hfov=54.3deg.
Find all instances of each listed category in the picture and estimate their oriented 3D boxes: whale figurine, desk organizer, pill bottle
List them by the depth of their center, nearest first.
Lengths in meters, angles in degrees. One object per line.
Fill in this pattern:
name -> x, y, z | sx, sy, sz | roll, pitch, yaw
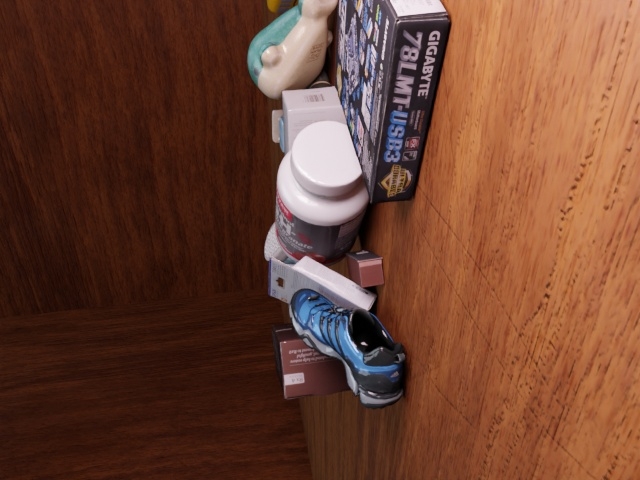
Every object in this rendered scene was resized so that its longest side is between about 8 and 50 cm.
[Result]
pill bottle -> 0.003, -0.083, 1.186 | 0.318, 0.176, 0.176 | 102, 161, -65
desk organizer -> 0.083, 0.052, 1.192 | 0.130, 0.047, 0.050 | -146, 48, -80
whale figurine -> -0.063, -0.433, 1.327 | 0.141, 0.216, 0.272 | 47, 140, 12

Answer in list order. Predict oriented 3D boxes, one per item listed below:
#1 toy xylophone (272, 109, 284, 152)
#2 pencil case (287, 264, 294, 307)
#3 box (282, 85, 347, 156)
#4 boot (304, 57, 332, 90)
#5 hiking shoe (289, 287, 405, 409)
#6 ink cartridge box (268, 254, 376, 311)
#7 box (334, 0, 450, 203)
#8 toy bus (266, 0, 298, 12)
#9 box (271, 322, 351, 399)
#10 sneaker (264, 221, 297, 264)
toy xylophone -> -0.045, -0.197, 1.678 | 0.323, 0.081, 0.236 | -119, 20, -44
pencil case -> -0.064, 0.097, 2.049 | 0.124, 0.113, 0.273 | 134, 133, -54
box -> -0.013, -0.235, 1.359 | 0.091, 0.130, 0.170 | -106, 13, -48
boot -> -0.015, -0.376, 1.530 | 0.198, 0.077, 0.137 | 138, 131, -64
hiking shoe -> 0.053, 0.159, 1.134 | 0.304, 0.113, 0.132 | 39, 131, 39
ink cartridge box -> -0.003, 0.113, 1.312 | 0.045, 0.224, 0.223 | -58, -8, -24
box -> 0.081, -0.256, 0.880 | 0.295, 0.073, 0.293 | 92, 169, -48
toy bus -> -0.048, -0.573, 1.360 | 0.332, 0.130, 0.108 | -148, 53, -80
box -> -0.018, 0.284, 1.571 | 0.381, 0.191, 0.143 | 177, 87, -82
sneaker -> -0.004, -0.036, 1.538 | 0.366, 0.150, 0.135 | -33, 52, 56
